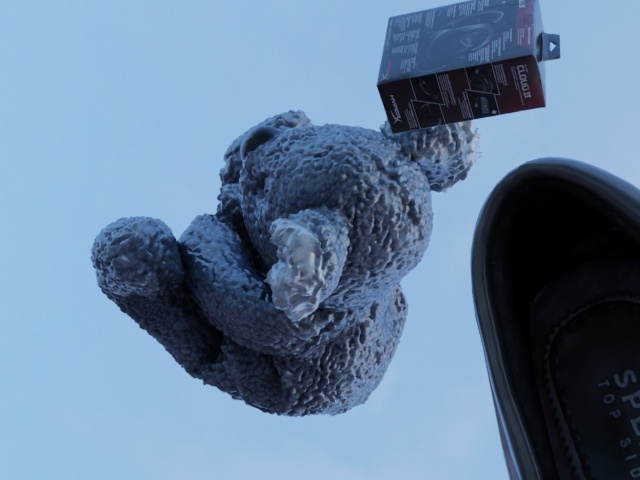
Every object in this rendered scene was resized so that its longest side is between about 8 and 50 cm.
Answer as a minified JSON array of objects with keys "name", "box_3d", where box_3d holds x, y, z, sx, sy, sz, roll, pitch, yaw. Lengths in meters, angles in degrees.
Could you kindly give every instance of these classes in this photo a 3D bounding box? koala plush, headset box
[{"name":"koala plush","box_3d":[0.000,0.000,0.715,0.203,0.196,0.221,49,-34,2]},{"name":"headset box","box_3d":[0.073,-0.088,0.548,0.083,0.062,0.032,-8,-50,17]}]

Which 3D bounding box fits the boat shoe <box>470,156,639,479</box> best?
[{"name":"boat shoe","box_3d":[0.106,0.119,0.268,0.112,0.095,0.335,-30,-131,17]}]
